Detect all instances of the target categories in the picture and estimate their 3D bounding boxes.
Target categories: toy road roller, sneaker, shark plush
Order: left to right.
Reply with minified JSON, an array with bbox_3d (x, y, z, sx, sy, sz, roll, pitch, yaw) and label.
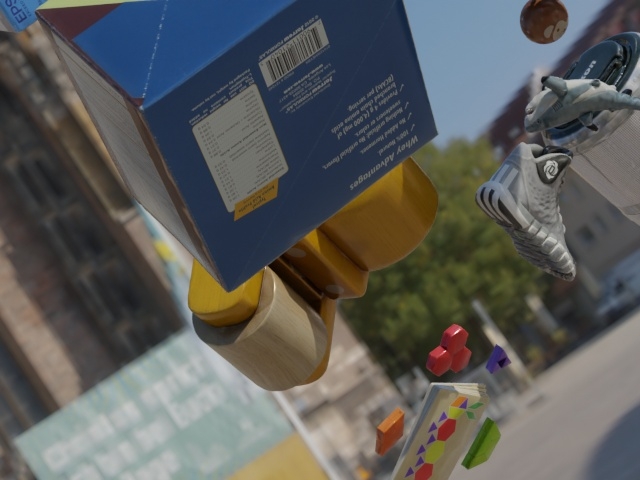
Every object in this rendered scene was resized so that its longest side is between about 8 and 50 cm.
[{"bbox_3d":[0.000,0.000,1.975,0.240,0.330,0.202,-8,-32,30],"label":"toy road roller"},{"bbox_3d":[0.293,-0.047,2.099,0.132,0.086,0.228,-57,-40,-9],"label":"sneaker"},{"bbox_3d":[0.343,-0.170,2.126,0.161,0.067,0.073,2,-5,-3],"label":"shark plush"}]

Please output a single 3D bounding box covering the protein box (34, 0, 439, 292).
[{"bbox_3d":[-0.050,-0.113,1.138,0.200,0.136,0.201,-38,-37,-13],"label":"protein box"}]

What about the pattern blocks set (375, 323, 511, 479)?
[{"bbox_3d":[0.180,0.294,2.525,0.285,0.026,0.325,29,-86,-50],"label":"pattern blocks set"}]

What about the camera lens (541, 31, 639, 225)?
[{"bbox_3d":[0.481,-0.156,2.457,0.219,0.274,0.219,-44,20,20],"label":"camera lens"}]

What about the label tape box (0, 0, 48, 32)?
[{"bbox_3d":[-0.434,-0.369,1.864,0.115,0.249,0.347,-43,30,-22],"label":"label tape box"}]

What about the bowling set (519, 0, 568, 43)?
[{"bbox_3d":[0.254,-0.332,1.810,0.154,0.200,0.287,-30,1,26],"label":"bowling set"}]
